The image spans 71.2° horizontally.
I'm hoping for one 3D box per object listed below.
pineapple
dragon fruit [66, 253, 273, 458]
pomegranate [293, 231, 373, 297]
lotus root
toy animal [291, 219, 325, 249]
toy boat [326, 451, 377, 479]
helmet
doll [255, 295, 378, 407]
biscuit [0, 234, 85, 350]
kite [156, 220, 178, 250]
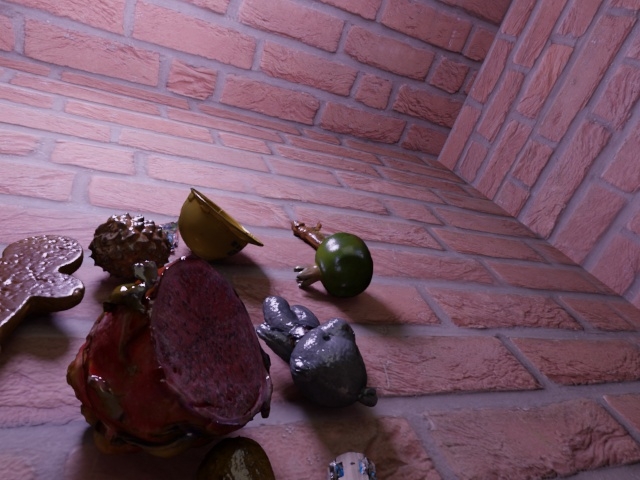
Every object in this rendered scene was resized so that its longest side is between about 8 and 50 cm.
[{"bbox_3d":[-0.426,0.020,1.042,0.166,0.166,0.193,36,1,29],"label":"pineapple"},{"bbox_3d":[-0.261,0.210,0.705,0.314,0.263,0.296,65,15,0],"label":"dragon fruit"},{"bbox_3d":[0.037,0.076,1.262,0.225,0.186,0.187,-17,36,-9],"label":"pomegranate"},{"bbox_3d":[-0.105,0.378,0.652,0.108,0.094,0.191,-34,57,-18],"label":"lotus root"},{"bbox_3d":[0.000,0.000,1.498,0.099,0.056,0.241,-19,48,-43],"label":"toy animal"},{"bbox_3d":[0.055,0.405,0.686,0.085,0.066,0.210,-4,12,-2],"label":"toy boat"},{"bbox_3d":[-0.296,-0.020,1.218,0.257,0.140,0.205,41,-1,18],"label":"helmet"},{"bbox_3d":[-0.014,0.206,0.967,0.246,0.158,0.340,20,20,-29],"label":"doll"},{"bbox_3d":[-0.599,0.106,0.836,0.283,0.064,0.432,10,25,-2],"label":"biscuit"},{"bbox_3d":[-0.460,-0.017,1.234,0.184,0.014,0.241,26,26,18],"label":"kite"}]
